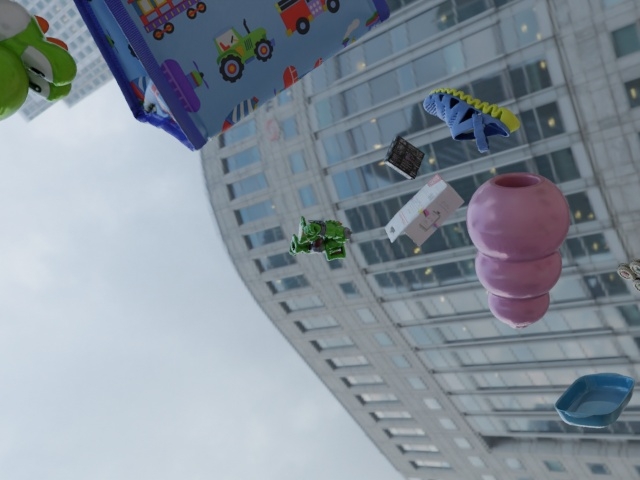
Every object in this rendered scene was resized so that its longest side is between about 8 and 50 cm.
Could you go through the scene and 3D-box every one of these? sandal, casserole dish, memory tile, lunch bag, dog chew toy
[{"bbox_3d":[0.438,-0.366,2.097,0.138,0.317,0.126,-57,-37,-4],"label":"sandal"},{"bbox_3d":[0.513,0.298,1.278,0.188,0.114,0.037,-22,-78,-47],"label":"casserole dish"},{"bbox_3d":[0.595,0.069,1.197,0.113,0.148,0.012,43,-110,3],"label":"memory tile"},{"bbox_3d":[-0.104,-0.260,0.543,0.221,0.138,0.293,-39,-52,-18],"label":"lunch bag"},{"bbox_3d":[0.413,0.032,1.442,0.206,0.206,0.332,-30,-59,-45],"label":"dog chew toy"}]

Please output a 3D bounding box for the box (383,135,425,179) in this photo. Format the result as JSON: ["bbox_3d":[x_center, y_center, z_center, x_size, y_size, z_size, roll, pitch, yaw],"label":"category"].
[{"bbox_3d":[0.186,-0.183,1.526,0.083,0.018,0.067,29,-104,-26],"label":"box"}]

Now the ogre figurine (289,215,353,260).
[{"bbox_3d":[0.000,0.000,1.611,0.118,0.197,0.097,3,-127,-15],"label":"ogre figurine"}]

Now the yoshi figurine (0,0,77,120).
[{"bbox_3d":[-0.507,-0.279,0.890,0.362,0.203,0.203,31,-94,-10],"label":"yoshi figurine"}]

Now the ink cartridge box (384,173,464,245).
[{"bbox_3d":[0.260,-0.065,1.747,0.067,0.198,0.115,41,-166,-18],"label":"ink cartridge box"}]
